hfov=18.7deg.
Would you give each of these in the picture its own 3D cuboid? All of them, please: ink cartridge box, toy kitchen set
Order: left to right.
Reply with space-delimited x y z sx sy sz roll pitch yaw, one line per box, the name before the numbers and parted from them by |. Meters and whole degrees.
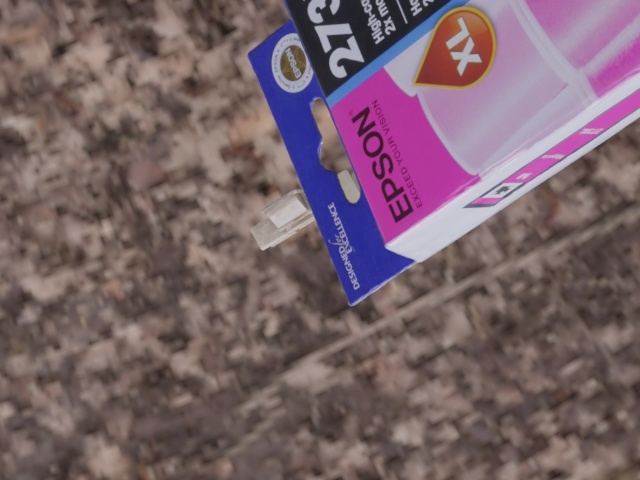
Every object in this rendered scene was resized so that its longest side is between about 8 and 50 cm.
toy kitchen set | 0.000 0.000 1.390 0.083 0.075 0.068 -31 173 13
ink cartridge box | 0.087 -0.119 1.025 0.069 0.175 0.371 -6 157 -45
